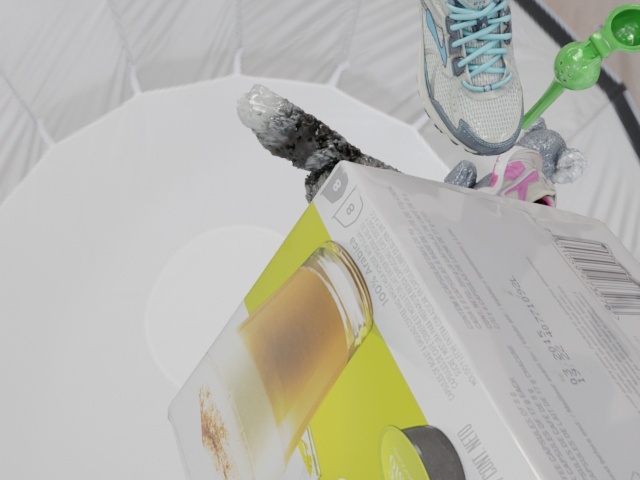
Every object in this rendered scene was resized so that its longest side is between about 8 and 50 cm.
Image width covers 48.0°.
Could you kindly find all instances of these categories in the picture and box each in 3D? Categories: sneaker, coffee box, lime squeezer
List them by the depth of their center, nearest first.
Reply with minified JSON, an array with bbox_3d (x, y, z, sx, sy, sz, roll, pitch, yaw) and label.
[{"bbox_3d":[0.122,0.189,0.596,0.338,0.334,0.337,8,-138,-38],"label":"coffee box"},{"bbox_3d":[0.152,-0.228,0.764,0.122,0.110,0.282,68,-173,-89],"label":"sneaker"},{"bbox_3d":[0.341,-0.218,0.831,0.110,0.310,0.058,9,-127,-44],"label":"lime squeezer"},{"bbox_3d":[0.312,-0.061,1.112,0.111,0.252,0.102,16,130,24],"label":"sneaker"}]

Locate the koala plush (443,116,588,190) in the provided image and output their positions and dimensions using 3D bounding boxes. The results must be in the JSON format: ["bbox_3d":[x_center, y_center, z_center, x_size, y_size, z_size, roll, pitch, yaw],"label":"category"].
[{"bbox_3d":[0.395,-0.124,1.386,0.203,0.221,0.196,12,-149,-33],"label":"koala plush"}]

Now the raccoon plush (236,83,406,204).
[{"bbox_3d":[0.000,0.000,1.146,0.447,0.299,0.216,31,179,-7],"label":"raccoon plush"}]
